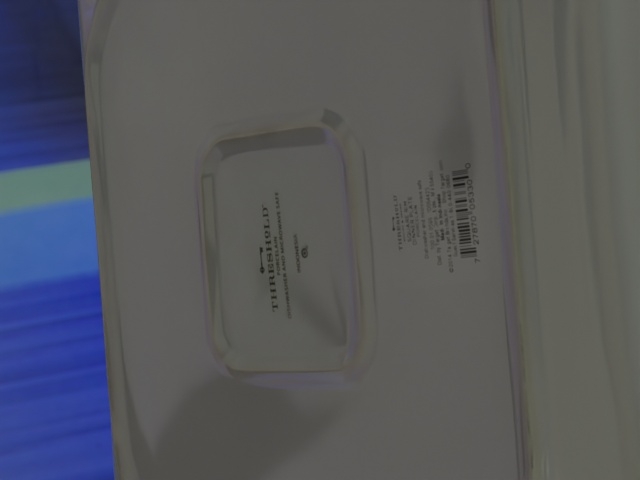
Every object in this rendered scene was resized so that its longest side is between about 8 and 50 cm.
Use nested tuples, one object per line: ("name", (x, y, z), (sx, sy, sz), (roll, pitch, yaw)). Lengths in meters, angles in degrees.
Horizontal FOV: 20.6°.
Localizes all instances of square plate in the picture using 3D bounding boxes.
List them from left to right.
("square plate", (0.000, 0.000, 0.709), (0.344, 0.049, 0.347), (-5, -90, 51))
